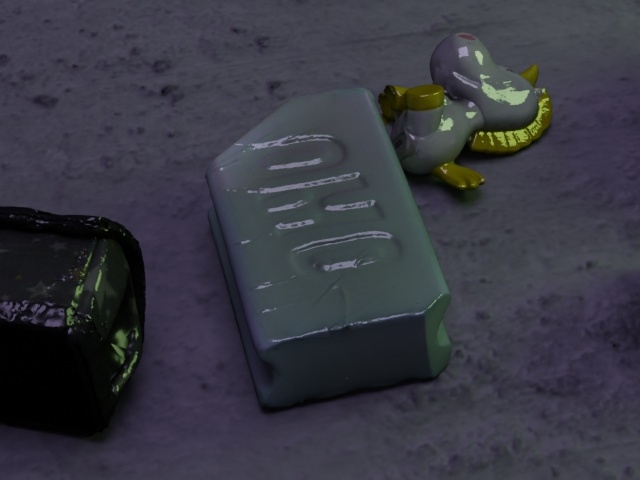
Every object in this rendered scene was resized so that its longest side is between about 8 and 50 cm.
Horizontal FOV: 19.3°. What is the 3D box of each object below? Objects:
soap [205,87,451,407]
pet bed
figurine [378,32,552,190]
[{"bbox_3d":[0.000,0.000,1.632,0.172,0.095,0.290,-10,46,-8],"label":"soap"},{"bbox_3d":[-0.251,0.046,1.542,0.210,0.183,0.159,7,52,12],"label":"pet bed"},{"bbox_3d":[0.138,-0.124,1.764,0.129,0.109,0.178,46,59,6],"label":"figurine"}]
